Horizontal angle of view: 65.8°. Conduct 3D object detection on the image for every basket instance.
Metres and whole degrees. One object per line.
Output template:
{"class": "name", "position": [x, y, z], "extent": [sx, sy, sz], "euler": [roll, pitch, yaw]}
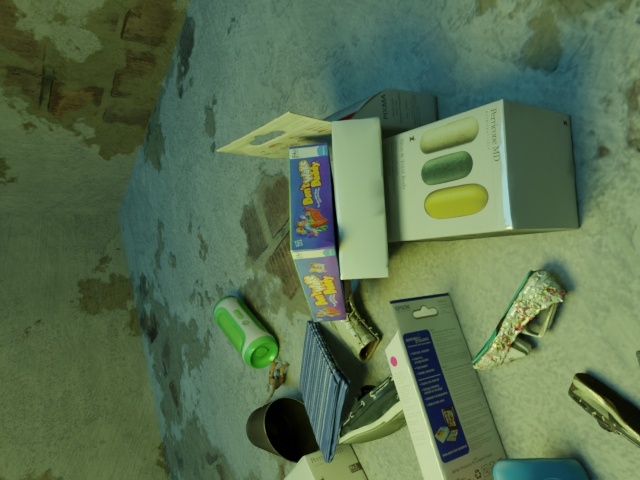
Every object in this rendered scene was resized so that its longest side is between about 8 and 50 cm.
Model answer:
{"class": "basket", "position": [-0.128, 0.573, 1.506], "extent": [0.204, 0.154, 0.227], "euler": [49, 148, -5]}

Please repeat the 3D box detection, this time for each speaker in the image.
{"class": "speaker", "position": [-0.262, 0.309, 1.698], "extent": [0.296, 0.131, 0.131], "euler": [38, 121, 47]}

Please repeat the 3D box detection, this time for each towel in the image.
{"class": "towel", "position": [0.001, 0.390, 1.333], "extent": [0.336, 0.040, 0.243], "euler": [-128, 44, -68]}

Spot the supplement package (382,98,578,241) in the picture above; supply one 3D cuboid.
{"class": "supplement package", "position": [0.271, -0.104, 0.873], "extent": [0.262, 0.198, 0.199], "euler": [-7, 86, 54]}

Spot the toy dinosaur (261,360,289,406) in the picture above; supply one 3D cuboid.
{"class": "toy dinosaur", "position": [-0.139, 0.446, 1.564], "extent": [0.211, 0.064, 0.112], "euler": [111, 168, -85]}

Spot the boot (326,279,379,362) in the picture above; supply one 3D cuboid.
{"class": "boot", "position": [0.078, 0.190, 1.231], "extent": [0.165, 0.077, 0.213], "euler": [49, 151, 40]}

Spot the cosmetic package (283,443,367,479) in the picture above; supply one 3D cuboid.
{"class": "cosmetic package", "position": [0.025, 0.658, 1.294], "extent": [0.184, 0.151, 0.151], "euler": [59, 135, 32]}

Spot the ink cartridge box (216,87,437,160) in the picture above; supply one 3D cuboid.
{"class": "ink cartridge box", "position": [0.010, -0.249, 1.069], "extent": [0.308, 0.385, 0.091], "euler": [-7, 86, 54]}

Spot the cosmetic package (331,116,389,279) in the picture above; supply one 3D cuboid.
{"class": "cosmetic package", "position": [0.083, -0.069, 1.045], "extent": [0.377, 0.097, 0.284], "euler": [21, -116, -85]}

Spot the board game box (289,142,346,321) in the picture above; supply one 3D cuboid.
{"class": "board game box", "position": [0.000, 0.000, 1.042], "extent": [0.347, 0.078, 0.233], "euler": [78, -172, -59]}

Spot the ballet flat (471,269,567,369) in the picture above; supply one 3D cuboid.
{"class": "ballet flat", "position": [0.352, 0.161, 0.881], "extent": [0.077, 0.091, 0.241], "euler": [34, 125, 23]}

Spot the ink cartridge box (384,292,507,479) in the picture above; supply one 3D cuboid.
{"class": "ink cartridge box", "position": [0.235, 0.292, 0.963], "extent": [0.069, 0.176, 0.371], "euler": [-35, 64, 50]}

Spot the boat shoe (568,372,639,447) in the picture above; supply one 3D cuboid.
{"class": "boat shoe", "position": [0.455, 0.272, 0.768], "extent": [0.152, 0.056, 0.049], "euler": [-127, 43, -51]}

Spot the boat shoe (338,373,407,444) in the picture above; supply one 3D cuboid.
{"class": "boat shoe", "position": [0.134, 0.385, 1.156], "extent": [0.340, 0.127, 0.113], "euler": [121, 143, -48]}

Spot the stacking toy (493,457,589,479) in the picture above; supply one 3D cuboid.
{"class": "stacking toy", "position": [0.336, 0.504, 0.871], "extent": [0.302, 0.175, 0.166], "euler": [111, 160, -50]}

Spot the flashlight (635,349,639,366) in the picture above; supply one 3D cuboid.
{"class": "flashlight", "position": [0.518, 0.288, 0.640], "extent": [0.103, 0.103, 0.304], "euler": [-19, 74, 26]}
